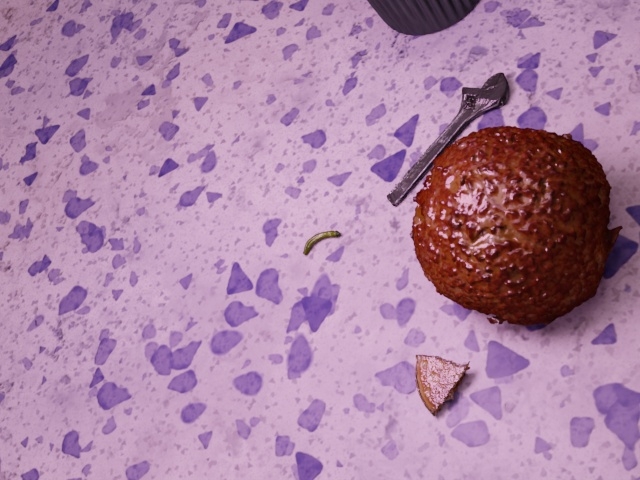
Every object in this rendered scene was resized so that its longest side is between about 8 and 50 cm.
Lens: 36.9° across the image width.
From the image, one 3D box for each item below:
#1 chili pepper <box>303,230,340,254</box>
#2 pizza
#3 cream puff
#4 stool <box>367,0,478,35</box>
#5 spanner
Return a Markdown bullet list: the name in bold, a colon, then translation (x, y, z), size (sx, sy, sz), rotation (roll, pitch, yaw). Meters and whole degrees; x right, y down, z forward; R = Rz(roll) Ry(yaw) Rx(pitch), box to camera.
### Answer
- **chili pepper**: translation (0.000, 0.000, 1.833), size (0.083, 0.017, 0.030), rotation (-25, 55, 15)
- **pizza**: translation (0.194, 0.240, 1.577), size (0.100, 0.029, 0.099), rotation (4, 74, 35)
- **cream puff**: translation (0.303, -0.038, 1.532), size (0.350, 0.229, 0.351), rotation (-6, 68, 16)
- **stool**: translation (0.166, -0.598, 1.883), size (0.297, 0.330, 0.297), rotation (-14, 56, 22)
- **spanner**: translation (0.238, -0.191, 1.803), size (0.325, 0.026, 0.093), rotation (-50, 51, -2)
